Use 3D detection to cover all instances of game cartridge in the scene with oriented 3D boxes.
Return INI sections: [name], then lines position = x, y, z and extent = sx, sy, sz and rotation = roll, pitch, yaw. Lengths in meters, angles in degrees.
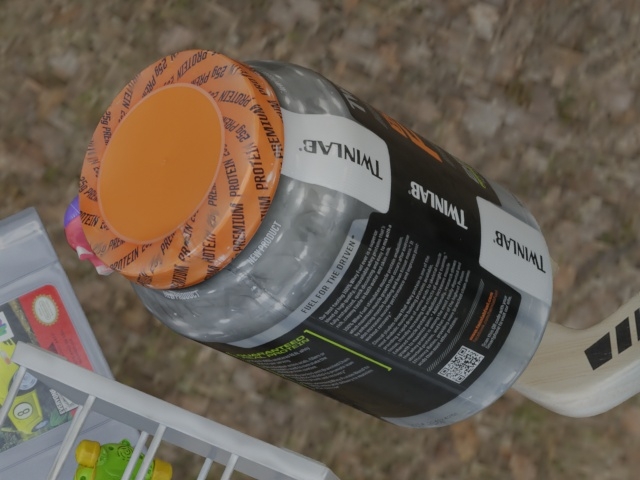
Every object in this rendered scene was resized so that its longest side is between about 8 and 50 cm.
[game cartridge]
position = -0.321, 0.136, 2.036
extent = 0.196, 0.060, 0.294
rotation = -25, 98, -5

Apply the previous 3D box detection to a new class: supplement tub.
[supplement tub]
position = 0.000, 0.000, 1.333
extent = 0.194, 0.193, 0.316
rotation = -21, 149, 32

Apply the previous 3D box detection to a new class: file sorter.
[file sorter]
position = -0.136, 0.227, 1.632
extent = 0.278, 0.173, 0.193
rotation = 21, 169, 14

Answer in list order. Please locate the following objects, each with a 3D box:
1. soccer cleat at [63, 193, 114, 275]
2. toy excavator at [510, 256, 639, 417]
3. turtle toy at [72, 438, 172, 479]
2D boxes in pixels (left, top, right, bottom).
[soccer cleat]
position = -0.116, -0.027, 1.449
extent = 0.083, 0.248, 0.095
rotation = -21, 77, 24
[toy excavator]
position = 0.298, 0.059, 1.497
extent = 0.445, 0.433, 0.222
rotation = -38, 134, 15
[turtle toy]
position = -0.200, 0.250, 1.862
extent = 0.095, 0.130, 0.066
rotation = 19, 161, -15
